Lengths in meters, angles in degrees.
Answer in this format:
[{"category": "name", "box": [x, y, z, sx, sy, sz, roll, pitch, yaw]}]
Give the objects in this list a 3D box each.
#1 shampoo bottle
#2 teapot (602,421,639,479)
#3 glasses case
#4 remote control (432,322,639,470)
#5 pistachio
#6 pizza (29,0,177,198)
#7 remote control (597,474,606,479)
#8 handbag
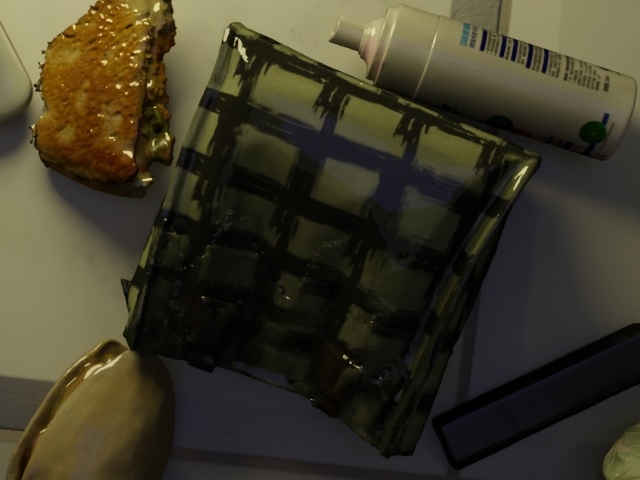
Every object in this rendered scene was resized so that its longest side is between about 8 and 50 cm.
[{"category": "shampoo bottle", "box": [0.157, -0.166, 1.142, 0.303, 0.092, 0.092, 17, 87, -3]}, {"category": "teapot", "box": [0.386, 0.247, 1.122, 0.163, 0.221, 0.178, -21, 98, 28]}, {"category": "glasses case", "box": [-0.354, -0.206, 1.137, 0.074, 0.049, 0.193, -27, 89, -3]}, {"category": "remote control", "box": [0.235, 0.160, 1.171, 0.245, 0.025, 0.063, -26, 94, -3]}, {"category": "pistachio", "box": [-0.220, 0.206, 1.098, 0.152, 0.126, 0.223, 19, 85, -39]}, {"category": "pizza", "box": [-0.208, -0.154, 1.140, 0.147, 0.069, 0.226, 1, 85, 18]}, {"category": "remote control", "box": [0.317, 0.299, 1.173, 0.053, 0.018, 0.124, -9, 89, -5]}, {"category": "handbag", "box": [0.000, 0.000, 1.102, 0.325, 0.162, 0.327, 23, 95, 1]}]
